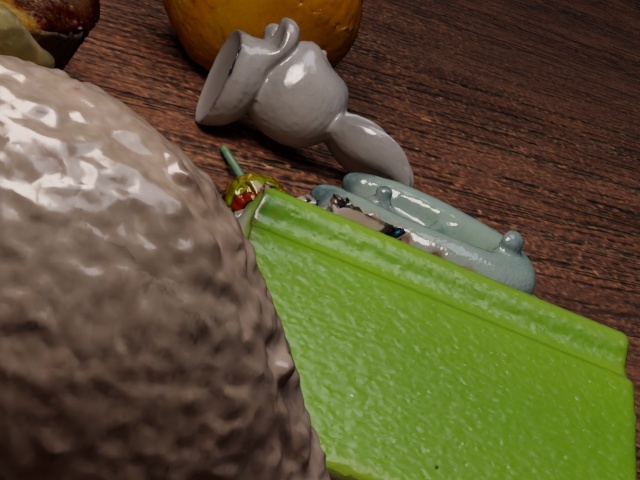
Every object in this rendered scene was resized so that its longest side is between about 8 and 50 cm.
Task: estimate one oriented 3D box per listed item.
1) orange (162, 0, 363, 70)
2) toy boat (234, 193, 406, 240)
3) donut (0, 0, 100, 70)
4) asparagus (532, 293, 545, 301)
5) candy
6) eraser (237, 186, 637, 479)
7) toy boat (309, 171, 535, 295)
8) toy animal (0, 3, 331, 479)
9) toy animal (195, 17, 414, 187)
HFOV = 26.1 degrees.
[{"bbox_3d":[-0.062,-0.260,1.438,0.219,0.193,0.219,53,27,-43],"label":"orange"},{"bbox_3d":[0.000,0.000,0.961,0.084,0.066,0.210,-16,4,-26],"label":"toy boat"},{"bbox_3d":[-0.269,-0.157,1.091,0.151,0.112,0.295,38,25,22],"label":"donut"},{"bbox_3d":[0.182,0.048,1.260,0.166,0.013,0.016,31,11,12],"label":"asparagus"},{"bbox_3d":[-0.067,-0.050,1.170,0.060,0.060,0.201,19,15,-18],"label":"candy"},{"bbox_3d":[0.049,0.096,0.820,0.274,0.092,0.210,23,42,-9],"label":"eraser"},{"bbox_3d":[0.095,-0.006,1.202,0.207,0.079,0.134,31,19,17],"label":"toy boat"},{"bbox_3d":[-0.145,0.035,0.620,0.358,0.226,0.188,25,22,-4],"label":"toy animal"},{"bbox_3d":[0.005,-0.127,1.314,0.221,0.131,0.104,23,-20,-12],"label":"toy animal"}]
